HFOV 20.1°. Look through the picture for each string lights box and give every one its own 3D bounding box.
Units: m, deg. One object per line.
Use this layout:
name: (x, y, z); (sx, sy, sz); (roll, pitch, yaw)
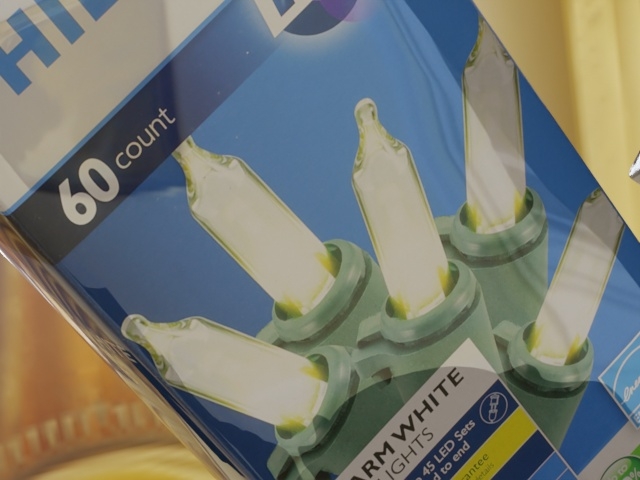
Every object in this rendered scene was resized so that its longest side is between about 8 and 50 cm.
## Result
string lights box: (0.000, 0.000, 0.508); (0.133, 0.260, 0.076); (-46, -150, -12)

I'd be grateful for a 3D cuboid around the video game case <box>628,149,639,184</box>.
video game case: (0.249, 0.001, 0.516); (0.244, 0.061, 0.269); (30, 169, -7)
